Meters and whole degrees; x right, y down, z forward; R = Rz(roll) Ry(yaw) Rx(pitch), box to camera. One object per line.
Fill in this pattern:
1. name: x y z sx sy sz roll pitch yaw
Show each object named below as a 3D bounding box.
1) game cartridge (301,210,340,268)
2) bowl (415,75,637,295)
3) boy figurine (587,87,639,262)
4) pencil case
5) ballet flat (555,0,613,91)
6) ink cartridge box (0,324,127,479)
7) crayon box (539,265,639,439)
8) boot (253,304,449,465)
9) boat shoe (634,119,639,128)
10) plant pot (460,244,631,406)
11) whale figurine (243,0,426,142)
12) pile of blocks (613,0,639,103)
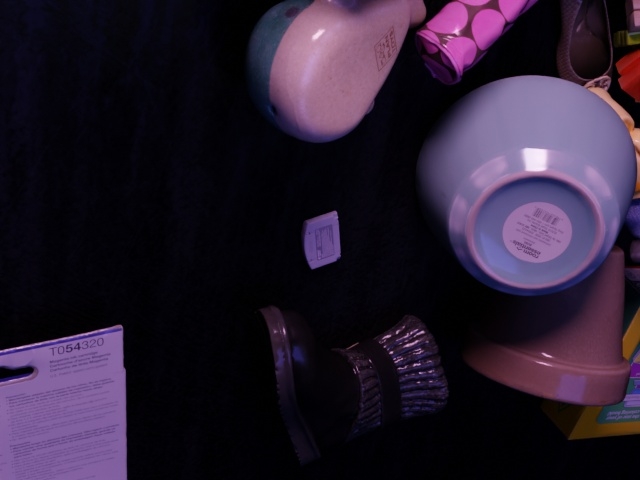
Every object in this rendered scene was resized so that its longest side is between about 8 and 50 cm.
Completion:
1. game cartridge: 0.000 0.000 1.593 0.056 0.017 0.083 -21 131 -20
2. bowl: 0.282 -0.050 1.530 0.311 0.163 0.312 2 118 4
3. boy figurine: 0.454 -0.098 1.640 0.285 0.177 0.092 55 53 -30
4. pencil case: 0.206 -0.284 1.419 0.209 0.098 0.095 -43 95 -17
5. ballet flat: 0.370 -0.286 1.565 0.084 0.058 0.250 -25 132 -11
6. ink cartridge box: -0.421 0.258 1.505 0.324 0.071 0.330 -10 124 -23
7. crayon box: 0.614 0.202 2.043 0.362 0.106 0.313 3 123 -31
8. boot: 0.049 0.177 1.670 0.260 0.131 0.348 -21 142 -6
9. boat shoe: 0.573 -0.150 1.743 0.324 0.120 0.122 -41 133 3
10. plant pot: 0.371 0.106 1.752 0.263 0.263 0.229 6 103 -34
11. whale figurine: 0.017 -0.243 1.363 0.272 0.141 0.216 -47 144 -25
12. pile of blocks: 0.436 -0.344 1.531 0.112 0.149 0.362 -5 121 1
